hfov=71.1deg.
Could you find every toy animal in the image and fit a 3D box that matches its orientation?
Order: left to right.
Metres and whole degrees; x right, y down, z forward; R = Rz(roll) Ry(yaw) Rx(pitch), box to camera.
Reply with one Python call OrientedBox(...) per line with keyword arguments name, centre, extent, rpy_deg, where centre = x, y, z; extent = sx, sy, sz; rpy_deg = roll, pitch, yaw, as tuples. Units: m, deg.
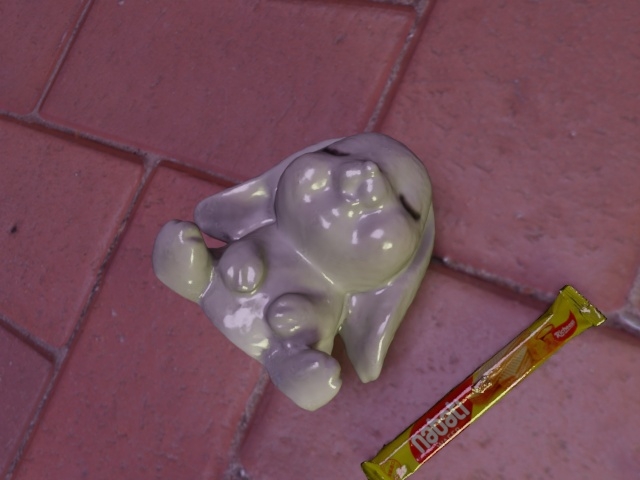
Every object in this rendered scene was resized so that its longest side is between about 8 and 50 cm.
OrientedBox(name="toy animal", centre=(0.000, 0.000, 0.480), extent=(0.272, 0.206, 0.265), rpy_deg=(38, 83, 9))

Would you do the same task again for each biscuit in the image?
OrientedBox(name="biscuit", centre=(0.160, 0.159, 0.461), extent=(0.292, 0.026, 0.048), rpy_deg=(-44, 86, 6))
